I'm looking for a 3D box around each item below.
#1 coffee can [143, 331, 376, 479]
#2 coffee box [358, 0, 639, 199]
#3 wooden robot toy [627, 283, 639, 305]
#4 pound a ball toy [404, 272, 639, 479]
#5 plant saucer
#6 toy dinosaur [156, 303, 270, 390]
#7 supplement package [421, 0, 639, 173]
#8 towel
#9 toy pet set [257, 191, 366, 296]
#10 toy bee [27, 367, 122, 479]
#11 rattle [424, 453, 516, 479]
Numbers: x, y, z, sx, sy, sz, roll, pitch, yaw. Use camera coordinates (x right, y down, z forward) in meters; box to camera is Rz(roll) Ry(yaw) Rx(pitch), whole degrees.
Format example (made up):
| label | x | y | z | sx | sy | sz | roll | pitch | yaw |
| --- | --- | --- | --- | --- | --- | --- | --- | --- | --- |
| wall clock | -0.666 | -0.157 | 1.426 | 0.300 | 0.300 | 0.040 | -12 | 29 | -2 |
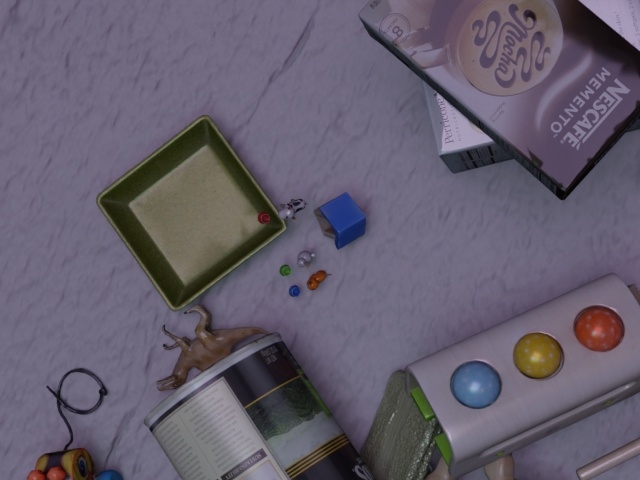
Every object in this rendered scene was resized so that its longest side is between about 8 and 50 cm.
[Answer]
| label | x | y | z | sx | sy | sz | roll | pitch | yaw |
| --- | --- | --- | --- | --- | --- | --- | --- | --- | --- |
| coffee can | -0.058 | 0.280 | 1.717 | 0.201 | 0.201 | 0.275 | -35 | 81 | 6 |
| coffee box | 0.210 | -0.203 | 1.542 | 0.297 | 0.119 | 0.168 | 41 | 93 | 10 |
| wooden robot toy | 0.429 | 0.118 | 1.726 | 0.079 | 0.076 | 0.173 | -37 | 79 | -30 |
| pound a ball toy | 0.284 | 0.172 | 1.615 | 0.319 | 0.136 | 0.208 | -23 | 64 | -9 |
| plant saucer | -0.164 | -0.034 | 1.836 | 0.188 | 0.045 | 0.188 | -37 | 81 | 5 |
| toy dinosaur | -0.143 | 0.127 | 1.820 | 0.183 | 0.053 | 0.092 | -31 | 89 | 23 |
| supplement package | 0.255 | -0.213 | 1.697 | 0.263 | 0.198 | 0.199 | -13 | 85 | 9 |
| towel | 0.101 | 0.243 | 1.753 | 0.110 | 0.027 | 0.148 | 25 | 94 | 49 |
| toy pet set | 0.000 | 0.000 | 1.777 | 0.114 | 0.065 | 0.122 | -30 | 111 | -18 |
| toy bee | -0.324 | 0.329 | 1.783 | 0.195 | 0.162 | 0.298 | -32 | 82 | 8 |
| rattle | 0.193 | 0.304 | 1.748 | 0.200 | 0.143 | 0.130 | -15 | 85 | 53 |
